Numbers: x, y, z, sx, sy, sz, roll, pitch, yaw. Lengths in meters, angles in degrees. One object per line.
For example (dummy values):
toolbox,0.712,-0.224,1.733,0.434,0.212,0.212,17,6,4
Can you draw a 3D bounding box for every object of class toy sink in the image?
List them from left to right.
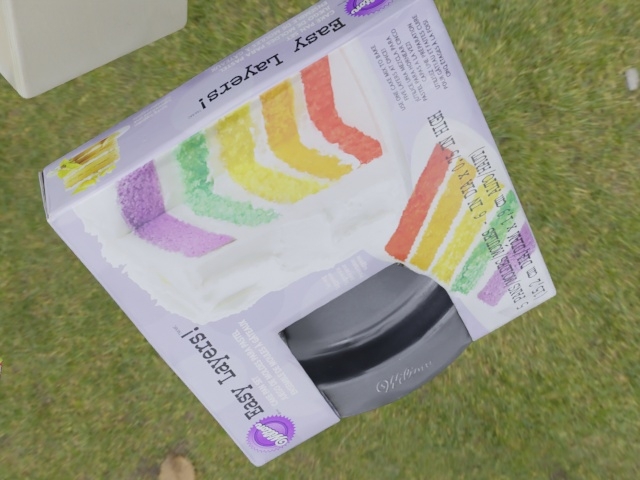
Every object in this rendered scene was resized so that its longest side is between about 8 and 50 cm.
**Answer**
toy sink,-0.193,-0.248,0.710,0.152,0.234,0.131,-33,65,-26

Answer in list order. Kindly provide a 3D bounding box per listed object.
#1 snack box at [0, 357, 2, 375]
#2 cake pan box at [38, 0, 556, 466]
snack box,-0.350,0.092,0.816,0.141,0.100,0.037,38,137,12
cake pan box,0.000,0.000,0.625,0.245,0.070,0.267,-28,128,2
